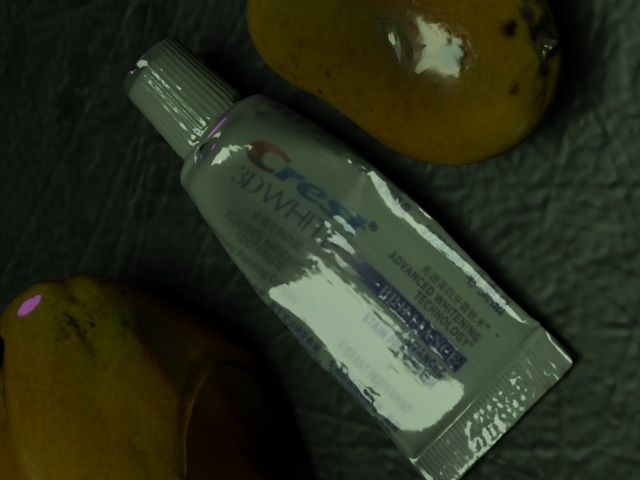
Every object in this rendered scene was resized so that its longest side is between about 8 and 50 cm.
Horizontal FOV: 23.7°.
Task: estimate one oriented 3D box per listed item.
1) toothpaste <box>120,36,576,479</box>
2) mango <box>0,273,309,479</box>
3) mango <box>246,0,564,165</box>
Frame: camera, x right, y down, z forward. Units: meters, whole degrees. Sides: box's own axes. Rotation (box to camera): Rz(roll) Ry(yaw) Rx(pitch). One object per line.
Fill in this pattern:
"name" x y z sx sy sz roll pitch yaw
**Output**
"toothpaste" -0.001 0.001 0.814 0.282 0.068 0.099 46 146 11
"mango" -0.115 0.134 0.857 0.166 0.136 0.236 -22 80 36
"mango" 0.039 -0.108 0.753 0.178 0.090 0.115 35 122 32
